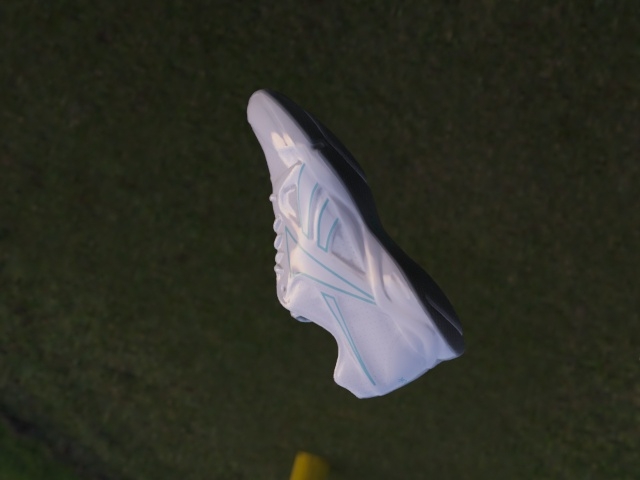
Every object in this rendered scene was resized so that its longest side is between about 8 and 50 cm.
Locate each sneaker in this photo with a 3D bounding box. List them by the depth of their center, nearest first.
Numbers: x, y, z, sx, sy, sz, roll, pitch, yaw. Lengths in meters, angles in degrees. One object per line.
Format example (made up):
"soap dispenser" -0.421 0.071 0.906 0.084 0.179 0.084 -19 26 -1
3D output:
"sneaker" 0.000 0.000 0.635 0.061 0.152 0.054 -37 160 17
